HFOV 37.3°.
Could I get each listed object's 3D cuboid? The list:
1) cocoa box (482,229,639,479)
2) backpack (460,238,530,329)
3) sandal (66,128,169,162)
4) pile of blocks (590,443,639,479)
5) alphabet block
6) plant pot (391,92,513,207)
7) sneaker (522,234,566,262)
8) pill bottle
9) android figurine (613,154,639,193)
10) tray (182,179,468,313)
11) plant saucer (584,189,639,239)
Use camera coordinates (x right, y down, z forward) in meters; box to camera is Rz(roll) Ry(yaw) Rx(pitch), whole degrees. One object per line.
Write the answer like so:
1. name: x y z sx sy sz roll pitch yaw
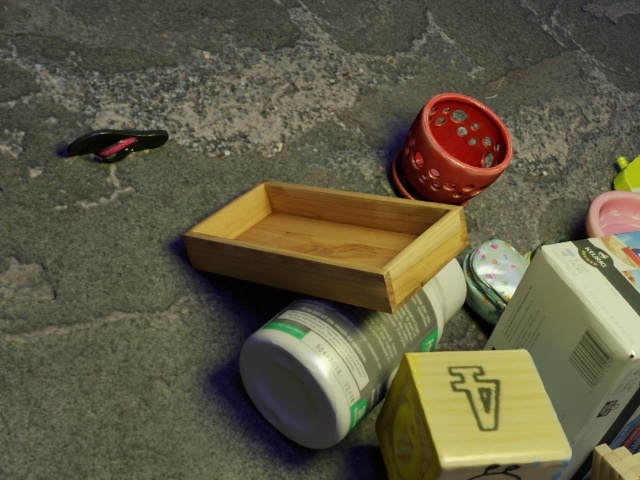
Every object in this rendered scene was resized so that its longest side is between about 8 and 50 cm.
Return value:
1. cocoa box: 0.421 0.191 1.488 0.228 0.347 0.231 -8 46 -30
2. backpack: 0.332 0.087 1.699 0.182 0.115 0.152 43 53 13
3. sandal: -0.338 -0.159 1.608 0.179 0.067 0.040 -8 72 -32
4. pile of blocks: 0.505 0.472 1.435 0.112 0.149 0.362 -14 98 -16
5. alphabet block: 0.210 0.284 1.356 0.197 0.192 0.193 0 43 -16
6. plant pot: 0.242 -0.153 1.792 0.191 0.174 0.191 12 52 -16
7. sneaker: 0.492 0.117 1.745 0.300 0.121 0.111 45 52 11
8. pill bottle: 0.062 0.140 1.480 0.204 0.204 0.361 44 51 10
9. android figurine: 0.729 -0.072 2.031 0.248 0.056 0.273 -11 64 -29
10. tray: 0.000 0.000 1.475 0.411 0.076 0.203 11 36 40
11. plant saucer: 0.648 0.040 1.818 0.332 0.084 0.332 16 37 -13
